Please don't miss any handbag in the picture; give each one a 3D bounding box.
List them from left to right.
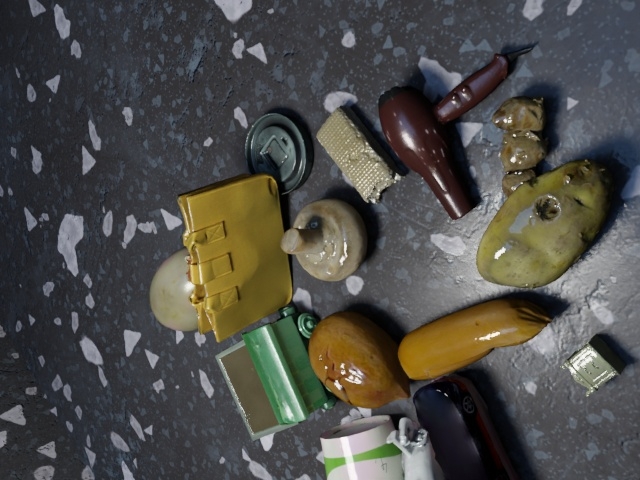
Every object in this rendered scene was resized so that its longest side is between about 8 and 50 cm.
[{"bbox_3d":[-0.229,0.034,1.509,0.133,0.283,0.401,13,118,39],"label":"handbag"}]

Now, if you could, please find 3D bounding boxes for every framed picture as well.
[{"bbox_3d":[-0.198,0.452,1.777,0.232,0.019,0.296,-32,80,38],"label":"framed picture"}]

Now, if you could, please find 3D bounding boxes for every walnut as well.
[{"bbox_3d":[0.094,0.296,1.398,0.298,0.203,0.203,32,118,37],"label":"walnut"}]

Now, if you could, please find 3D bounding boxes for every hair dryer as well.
[{"bbox_3d":[0.312,-0.247,1.181,0.340,0.123,0.312,-36,89,27],"label":"hair dryer"}]

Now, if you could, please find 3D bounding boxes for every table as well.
[{"bbox_3d":[0.531,0.245,1.128,0.079,0.062,0.083,49,126,19],"label":"table"}]

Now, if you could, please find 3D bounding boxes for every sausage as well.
[{"bbox_3d":[0.323,0.202,1.235,0.354,0.134,0.116,-33,84,38],"label":"sausage"}]

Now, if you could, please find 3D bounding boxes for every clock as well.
[{"bbox_3d":[-0.110,-0.230,1.533,0.215,0.042,0.215,10,106,37],"label":"clock"}]

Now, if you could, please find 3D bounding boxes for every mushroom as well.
[{"bbox_3d":[0.000,0.000,1.391,0.207,0.215,0.207,3,95,41],"label":"mushroom"}]

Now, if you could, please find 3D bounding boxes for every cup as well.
[{"bbox_3d":[0.120,0.593,1.428,0.253,0.253,0.274,-23,80,39],"label":"cup"}]

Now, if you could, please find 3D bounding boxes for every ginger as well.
[{"bbox_3d":[0.390,-0.177,1.124,0.104,0.080,0.204,-9,107,2],"label":"ginger"}]

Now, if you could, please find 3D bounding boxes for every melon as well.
[{"bbox_3d":[-0.388,0.142,1.724,0.223,0.223,0.317,52,131,17],"label":"melon"}]

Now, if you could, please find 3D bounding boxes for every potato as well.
[{"bbox_3d":[0.421,-0.027,1.083,0.296,0.191,0.141,-53,27,29],"label":"potato"}]

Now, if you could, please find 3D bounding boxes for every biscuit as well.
[{"bbox_3d":[0.091,-0.204,1.369,0.239,0.062,0.108,54,127,15],"label":"biscuit"}]

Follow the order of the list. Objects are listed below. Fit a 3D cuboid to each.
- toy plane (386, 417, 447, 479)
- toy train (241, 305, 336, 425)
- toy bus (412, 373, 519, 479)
[{"bbox_3d":[0.230,0.524,1.322,0.117,0.244,0.245,-28,83,27],"label":"toy plane"},{"bbox_3d":[-0.068,0.326,1.529,0.120,0.202,0.301,-29,83,43],"label":"toy train"},{"bbox_3d":[0.323,0.446,1.281,0.127,0.147,0.303,-28,81,31],"label":"toy bus"}]
